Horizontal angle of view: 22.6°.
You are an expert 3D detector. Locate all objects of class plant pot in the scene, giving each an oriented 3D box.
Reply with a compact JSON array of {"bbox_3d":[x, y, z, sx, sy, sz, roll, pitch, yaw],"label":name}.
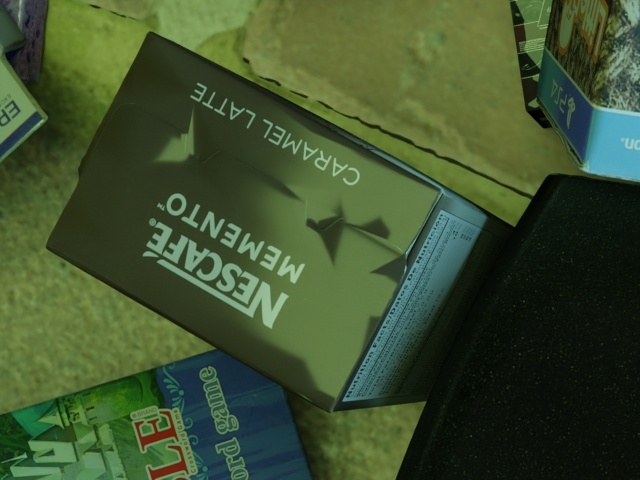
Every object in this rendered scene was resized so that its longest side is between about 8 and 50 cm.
[{"bbox_3d":[0.155,0.068,0.700,0.187,0.188,0.167,10,87,23],"label":"plant pot"}]

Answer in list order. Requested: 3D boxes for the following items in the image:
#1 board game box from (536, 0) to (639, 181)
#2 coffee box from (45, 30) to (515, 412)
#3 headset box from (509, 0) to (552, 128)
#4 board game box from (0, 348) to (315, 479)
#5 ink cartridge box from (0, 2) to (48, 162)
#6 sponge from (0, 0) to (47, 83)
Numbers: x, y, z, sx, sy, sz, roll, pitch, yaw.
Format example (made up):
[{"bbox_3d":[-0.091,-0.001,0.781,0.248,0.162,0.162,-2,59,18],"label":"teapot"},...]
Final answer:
[{"bbox_3d":[0.234,-0.165,0.654,0.232,0.141,0.291,8,107,-2],"label":"board game box"},{"bbox_3d":[0.000,0.000,0.726,0.141,0.246,0.098,28,94,16],"label":"coffee box"},{"bbox_3d":[0.115,-0.102,0.797,0.032,0.062,0.083,-8,83,15],"label":"headset box"},{"bbox_3d":[-0.129,0.241,0.774,0.318,0.066,0.318,-17,81,-12],"label":"board game box"},{"bbox_3d":[-0.285,-0.134,0.880,0.165,0.065,0.332,-39,76,10],"label":"ink cartridge box"},{"bbox_3d":[-0.256,-0.154,0.922,0.210,0.031,0.117,5,87,16],"label":"sponge"}]
